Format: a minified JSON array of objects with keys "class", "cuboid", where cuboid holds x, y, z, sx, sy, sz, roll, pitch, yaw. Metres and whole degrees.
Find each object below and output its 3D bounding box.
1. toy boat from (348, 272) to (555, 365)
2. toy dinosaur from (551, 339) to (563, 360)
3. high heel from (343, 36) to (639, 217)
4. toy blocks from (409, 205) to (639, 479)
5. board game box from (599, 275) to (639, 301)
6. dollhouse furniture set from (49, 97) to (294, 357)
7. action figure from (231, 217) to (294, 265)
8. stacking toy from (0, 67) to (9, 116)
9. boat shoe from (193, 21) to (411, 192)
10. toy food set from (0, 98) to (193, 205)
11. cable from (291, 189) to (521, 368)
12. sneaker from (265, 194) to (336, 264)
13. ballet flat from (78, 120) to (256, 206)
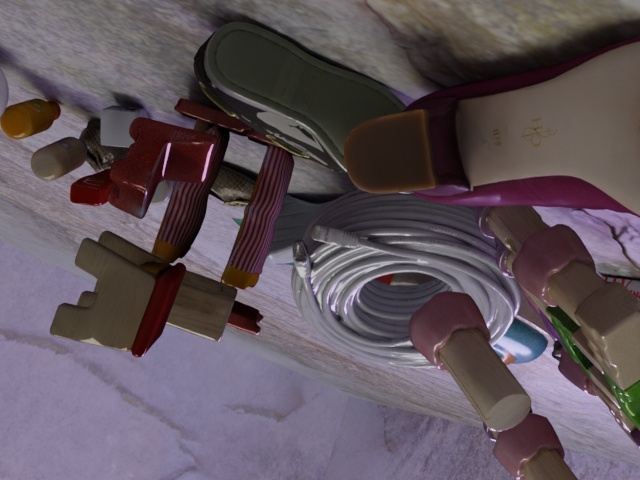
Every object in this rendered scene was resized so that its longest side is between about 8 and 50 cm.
[{"class":"toy boat","cuboid":[0.163,0.111,1.432,0.267,0.148,0.318,28,164,-39]},{"class":"toy dinosaur","cuboid":[0.381,0.154,1.446,0.118,0.064,0.268,-10,174,11]},{"class":"high heel","cuboid":[0.214,-0.080,0.744,0.377,0.127,0.181,5,-169,33]},{"class":"toy blocks","cuboid":[0.249,0.060,0.978,0.289,0.309,0.260,54,-178,-42]},{"class":"board game box","cuboid":[0.431,0.100,1.247,0.146,0.045,0.193,7,163,42]},{"class":"dollhouse furniture set","cuboid":[-0.098,-0.015,0.932,0.152,0.201,0.374,19,-176,-3]},{"class":"action figure","cuboid":[0.006,0.009,1.410,0.232,0.064,0.137,13,165,37]},{"class":"stacking toy","cuboid":[-0.573,-0.143,1.170,0.479,0.351,0.350,-1,163,11]},{"class":"boat shoe","cuboid":[-0.003,-0.110,0.891,0.227,0.081,0.068,30,167,-19]},{"class":"toy food set","cuboid":[-0.240,-0.105,1.202,0.232,0.111,0.104,6,-163,8]},{"class":"cable","cuboid":[0.095,0.047,1.175,0.257,0.089,0.257,4,141,0]},{"class":"sneaker","cuboid":[0.000,0.000,1.306,0.091,0.094,0.258,34,160,-37]},{"class":"ballet flat","cuboid":[-0.182,-0.081,1.295,0.249,0.058,0.084,20,168,-8]}]
